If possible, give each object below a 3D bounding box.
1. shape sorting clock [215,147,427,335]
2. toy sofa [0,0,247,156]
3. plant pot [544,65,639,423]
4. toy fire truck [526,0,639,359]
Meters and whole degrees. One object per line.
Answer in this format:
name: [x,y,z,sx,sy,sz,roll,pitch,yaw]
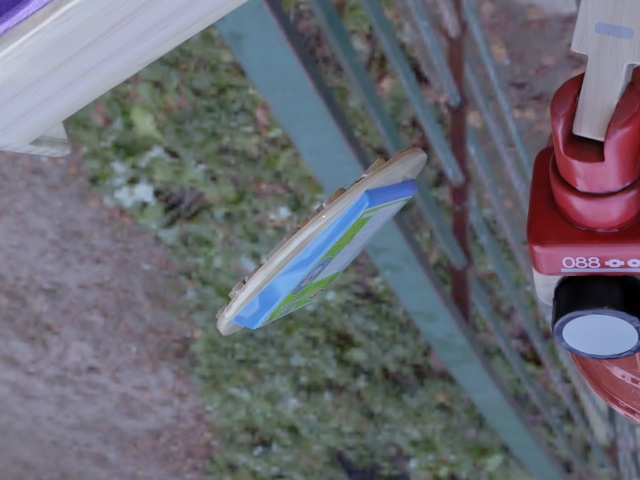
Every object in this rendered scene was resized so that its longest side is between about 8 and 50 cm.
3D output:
shape sorting clock: [0.000,0.000,0.920,0.040,0.206,0.206,45,152,9]
toy sofa: [-0.155,-0.194,0.834,0.363,0.150,0.177,-25,163,37]
plant pot: [0.315,-0.003,1.046,0.273,0.272,0.265,-9,149,20]
toy fire truck: [0.216,-0.065,0.642,0.217,0.158,0.246,0,143,18]
